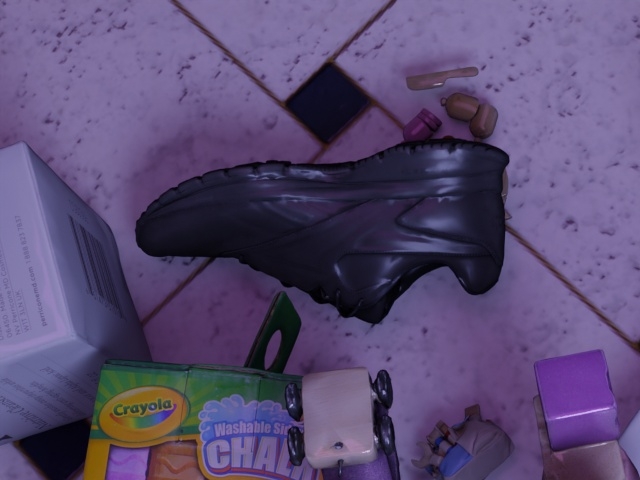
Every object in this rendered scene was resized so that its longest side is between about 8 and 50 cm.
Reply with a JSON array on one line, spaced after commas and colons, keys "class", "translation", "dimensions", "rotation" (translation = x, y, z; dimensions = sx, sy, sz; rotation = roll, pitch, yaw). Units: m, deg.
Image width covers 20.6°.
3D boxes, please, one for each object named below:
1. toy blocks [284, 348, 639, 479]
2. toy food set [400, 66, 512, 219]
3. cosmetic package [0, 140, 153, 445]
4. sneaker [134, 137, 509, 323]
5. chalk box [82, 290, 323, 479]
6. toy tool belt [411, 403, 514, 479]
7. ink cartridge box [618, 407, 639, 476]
[{"class": "toy blocks", "translation": [0.158, 0.237, 1.057], "dimensions": [0.309, 0.260, 0.288], "rotation": [-8, 56, 8]}, {"class": "toy food set", "translation": [0.101, -0.068, 1.338], "dimensions": [0.078, 0.019, 0.122], "rotation": [-8, 80, 8]}, {"class": "cosmetic package", "translation": [-0.340, 0.083, 1.272], "dimensions": [0.385, 0.217, 0.156], "rotation": [-20, 71, 6]}, {"class": "sneaker", "translation": [0.000, 0.000, 1.294], "dimensions": [0.286, 0.109, 0.130], "rotation": [-6, 91, 16]}, {"class": "chalk box", "translation": [-0.059, 0.181, 1.210], "dimensions": [0.179, 0.180, 0.288], "rotation": [4, 73, 11]}, {"class": "toy tool belt", "translation": [0.094, 0.156, 1.262], "dimensions": [0.083, 0.052, 0.051], "rotation": [-40, 40, -6]}, {"class": "ink cartridge box", "translation": [0.234, 0.233, 1.185], "dimensions": [0.165, 0.065, 0.332], "rotation": [36, 91, 18]}]
